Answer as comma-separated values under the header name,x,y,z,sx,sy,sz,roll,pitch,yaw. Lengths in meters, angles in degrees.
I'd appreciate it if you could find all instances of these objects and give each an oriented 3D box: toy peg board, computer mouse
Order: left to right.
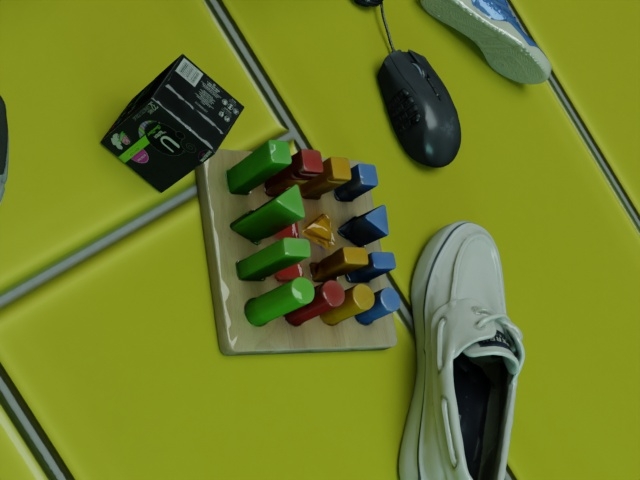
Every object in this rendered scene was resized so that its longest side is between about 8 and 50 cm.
name,x,y,z,sx,sy,sz,roll,pitch,yaw
toy peg board,0.000,0.000,0.924,0.161,0.079,0.161,2,72,-36
computer mouse,0.074,-0.180,1.075,0.071,0.041,0.242,-13,80,-38

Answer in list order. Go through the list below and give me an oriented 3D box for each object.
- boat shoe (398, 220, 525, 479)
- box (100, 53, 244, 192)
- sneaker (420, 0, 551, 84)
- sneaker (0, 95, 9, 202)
name,x,y,z,sx,sy,sz,roll,pitch,yaw
boat shoe,0.128,0.096,0.976,0.095,0.084,0.258,20,62,-29
box,-0.109,-0.084,0.874,0.062,0.083,0.052,40,52,-16
sneaker,0.171,-0.222,1.150,0.152,0.058,0.084,34,64,-13
sneaker,-0.231,-0.025,0.729,0.086,0.132,0.228,31,57,-23
